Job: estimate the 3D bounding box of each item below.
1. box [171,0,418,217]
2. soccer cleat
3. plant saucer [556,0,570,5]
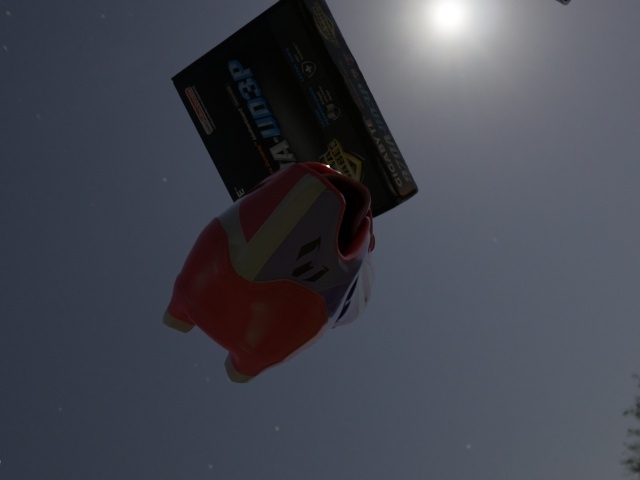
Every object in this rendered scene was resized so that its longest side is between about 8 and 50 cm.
[{"bbox_3d":[-0.028,-0.106,0.816,0.175,0.220,0.051,-25,2,33],"label":"box"},{"bbox_3d":[0.000,0.000,0.433,0.095,0.083,0.248,-51,-6,14],"label":"soccer cleat"},{"bbox_3d":[0.165,-0.291,0.586,0.241,0.037,0.241,6,-90,-67],"label":"plant saucer"}]
